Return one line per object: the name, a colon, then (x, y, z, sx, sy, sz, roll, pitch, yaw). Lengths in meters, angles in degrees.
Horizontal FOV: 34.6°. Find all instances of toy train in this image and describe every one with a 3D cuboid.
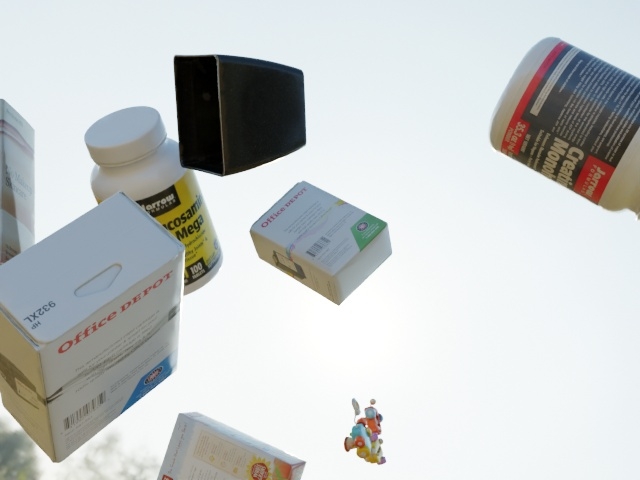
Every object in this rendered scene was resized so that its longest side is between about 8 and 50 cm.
toy train: (0.074, 0.340, 1.837, 0.046, 0.125, 0.166, -18, -22, 15)

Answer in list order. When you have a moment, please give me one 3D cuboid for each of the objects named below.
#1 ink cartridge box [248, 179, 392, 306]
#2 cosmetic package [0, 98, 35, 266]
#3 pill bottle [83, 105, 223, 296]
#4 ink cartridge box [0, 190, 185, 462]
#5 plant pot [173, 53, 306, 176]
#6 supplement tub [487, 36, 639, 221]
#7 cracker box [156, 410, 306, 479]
ink cartridge box: (0.000, 0.000, 1.864, 0.212, 0.154, 0.093, 29, -30, 32)
cosmetic package: (-0.573, -0.075, 1.762, 0.129, 0.296, 0.153, -8, -16, 6)
pill bottle: (-0.310, -0.070, 1.894, 0.188, 0.188, 0.334, 11, -47, 34)
ink cartridge box: (-0.301, 0.117, 1.329, 0.129, 0.223, 0.307, 41, -33, 19)
plant pot: (-0.125, -0.211, 1.672, 0.167, 0.187, 0.188, -8, 13, -29)
supplement tub: (0.400, -0.158, 1.489, 0.272, 0.191, 0.191, 31, -20, 16)
cracker box: (-0.156, 0.402, 1.731, 0.232, 0.155, 0.067, 20, 3, 24)
